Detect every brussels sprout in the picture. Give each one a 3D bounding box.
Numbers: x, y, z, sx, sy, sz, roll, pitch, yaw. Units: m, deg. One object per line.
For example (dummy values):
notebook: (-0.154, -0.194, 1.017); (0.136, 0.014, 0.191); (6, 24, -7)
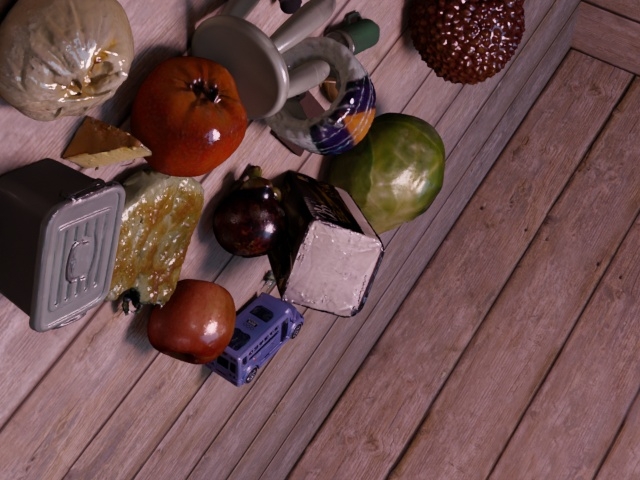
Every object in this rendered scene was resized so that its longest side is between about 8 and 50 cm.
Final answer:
brussels sprout: (0.160, -0.166, 2.315); (0.355, 0.281, 0.289); (-50, -161, 29)

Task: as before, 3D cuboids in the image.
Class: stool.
stool: (-0.098, -0.340, 1.553); (0.199, 0.195, 0.195); (-50, 158, -40)

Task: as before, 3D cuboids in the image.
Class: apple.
apple: (-0.270, 0.169, 1.847); (0.181, 0.181, 0.168); (57, 41, -68)

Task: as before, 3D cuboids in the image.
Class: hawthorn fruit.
hawthorn fruit: (-0.233, -0.189, 1.475); (0.196, 0.196, 0.225); (-40, 177, -46)

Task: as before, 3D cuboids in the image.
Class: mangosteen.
mangosteen: (-0.149, -0.052, 1.879); (0.172, 0.172, 0.184); (-31, 129, -56)

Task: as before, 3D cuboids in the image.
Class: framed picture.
framed picture: (-0.049, -0.272, 2.012); (0.128, 0.023, 0.168); (-62, 161, -2)

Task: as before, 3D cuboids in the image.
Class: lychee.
lychee: (0.375, -0.555, 2.286); (0.330, 0.306, 0.306); (22, 97, -43)

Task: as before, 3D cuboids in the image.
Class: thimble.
thimble: (-0.011, -0.291, 1.809); (0.237, 0.237, 0.150); (-62, 156, 1)

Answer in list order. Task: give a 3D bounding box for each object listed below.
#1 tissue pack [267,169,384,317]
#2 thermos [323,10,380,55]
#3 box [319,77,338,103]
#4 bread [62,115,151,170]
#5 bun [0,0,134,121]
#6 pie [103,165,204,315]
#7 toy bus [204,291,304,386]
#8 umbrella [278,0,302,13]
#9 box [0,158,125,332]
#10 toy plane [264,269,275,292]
tissue pack: (0.000, 0.000, 2.010); (0.370, 0.198, 0.210); (-117, -138, -67)
thermos: (0.075, -0.462, 2.008); (0.073, 0.083, 0.187); (-49, 174, 39)
box: (0.065, -0.352, 2.073); (0.111, 0.111, 0.177); (-60, 160, -3)
bread: (-0.326, -0.134, 1.386); (0.080, 0.109, 0.084); (-63, 165, -4)
bun: (-0.330, -0.246, 1.187); (0.222, 0.127, 0.222); (-53, 161, -27)
pie: (-0.323, 0.000, 1.621); (0.296, 0.078, 0.371); (-59, 162, -4)
toy bus: (-0.162, 0.234, 2.268); (0.292, 0.125, 0.133); (-42, 152, -41)
umbrella: (-0.070, -0.525, 1.544); (0.337, 0.067, 0.073); (81, -1, -60)
box: (-0.405, -0.001, 1.325); (0.163, 0.135, 0.243); (-33, 147, -52)
toy plane: (-0.124, 0.098, 2.317); (0.080, 0.033, 0.083); (-64, 168, 5)
